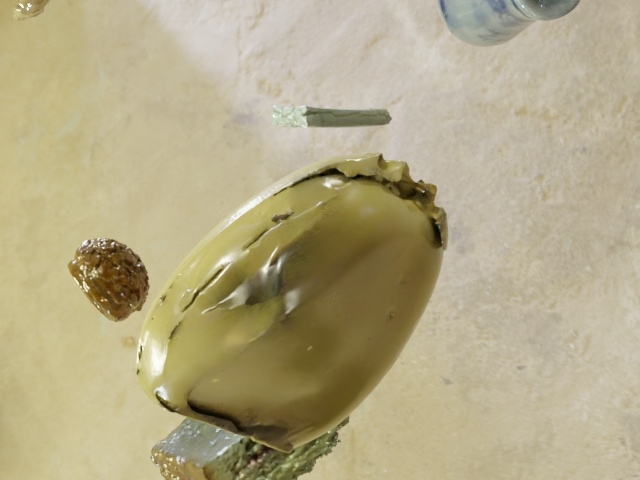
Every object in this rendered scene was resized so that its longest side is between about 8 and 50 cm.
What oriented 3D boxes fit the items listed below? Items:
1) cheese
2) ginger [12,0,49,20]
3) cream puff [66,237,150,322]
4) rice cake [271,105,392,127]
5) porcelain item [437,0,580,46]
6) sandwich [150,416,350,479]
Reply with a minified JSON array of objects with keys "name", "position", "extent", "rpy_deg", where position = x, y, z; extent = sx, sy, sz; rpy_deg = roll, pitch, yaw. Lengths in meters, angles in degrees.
[{"name":"cheese","position":[-0.010,0.053,0.699],"extent":[0.316,0.259,0.128],"rpy_deg":[-50,44,17]},{"name":"ginger","position":[-0.322,-0.409,0.924],"extent":[0.075,0.089,0.288],"rpy_deg":[36,106,59]},{"name":"cream puff","position":[-0.377,0.066,1.336],"extent":[0.115,0.165,0.150],"rpy_deg":[-34,42,-8]},{"name":"rice cake","position":[0.023,-0.221,1.313],"extent":[0.124,0.211,0.038],"rpy_deg":[13,106,52]},{"name":"porcelain item","position":[0.233,-0.318,0.928],"extent":[0.141,0.141,0.259],"rpy_deg":[-53,18,6]},{"name":"sandwich","position":[-0.088,0.283,1.164],"extent":[0.325,0.131,0.262],"rpy_deg":[-39,12,-27]}]
